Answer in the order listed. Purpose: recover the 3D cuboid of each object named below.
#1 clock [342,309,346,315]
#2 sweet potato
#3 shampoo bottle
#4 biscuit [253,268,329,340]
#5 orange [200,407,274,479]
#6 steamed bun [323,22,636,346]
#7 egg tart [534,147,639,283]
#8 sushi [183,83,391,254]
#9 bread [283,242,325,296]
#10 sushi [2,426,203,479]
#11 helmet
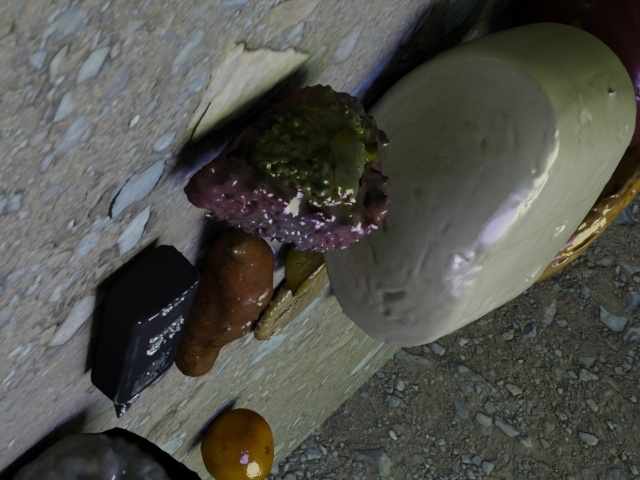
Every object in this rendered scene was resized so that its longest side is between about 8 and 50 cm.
[{"bbox_3d":[0.109,0.042,2.369,0.236,0.053,0.236,-46,171,-10],"label":"clock"},{"bbox_3d":[-0.115,0.068,1.532,0.106,0.095,0.354,-45,171,-34],"label":"sweet potato"},{"bbox_3d":[-0.212,0.118,1.410,0.098,0.071,0.309,-44,170,-31],"label":"shampoo bottle"},{"bbox_3d":[-0.034,0.087,2.047,0.220,0.033,0.220,-46,169,-12],"label":"biscuit"},{"bbox_3d":[-0.164,0.407,2.374,0.136,0.159,0.159,-5,-175,21],"label":"orange"},{"bbox_3d":[0.192,-0.092,1.661,0.371,0.290,0.456,-23,148,-53],"label":"steamed bun"},{"bbox_3d":[0.347,-0.089,2.020,0.443,0.178,0.443,-36,-166,10],"label":"egg tart"},{"bbox_3d":[-0.028,-0.088,1.264,0.241,0.161,0.107,16,149,-32],"label":"sushi"},{"bbox_3d":[0.000,0.000,1.832,0.188,0.065,0.149,-51,179,0],"label":"bread"},{"bbox_3d":[-0.292,0.413,1.579,0.299,0.281,0.294,-25,159,-27],"label":"sushi"},{"bbox_3d":[0.419,-0.267,1.833,0.230,0.385,0.337,-32,-173,24],"label":"helmet"}]
